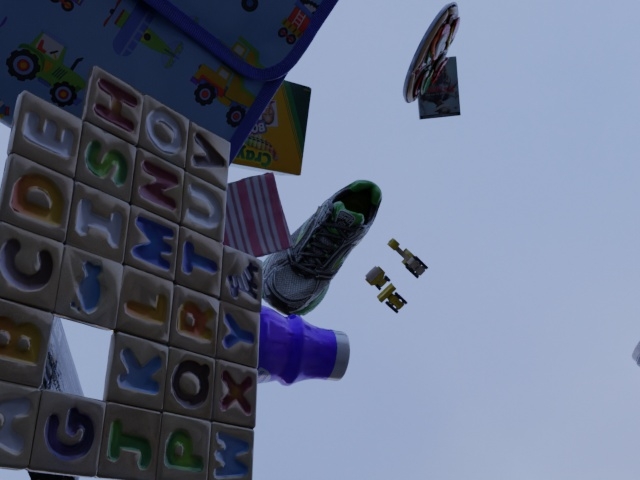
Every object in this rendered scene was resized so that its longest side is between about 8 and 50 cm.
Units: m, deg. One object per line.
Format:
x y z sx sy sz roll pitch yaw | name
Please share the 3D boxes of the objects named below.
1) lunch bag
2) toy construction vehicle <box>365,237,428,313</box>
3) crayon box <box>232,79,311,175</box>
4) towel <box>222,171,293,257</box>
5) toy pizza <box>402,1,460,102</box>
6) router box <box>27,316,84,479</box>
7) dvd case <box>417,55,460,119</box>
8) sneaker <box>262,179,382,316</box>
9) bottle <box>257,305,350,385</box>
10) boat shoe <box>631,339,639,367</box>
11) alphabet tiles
-0.117 -0.195 0.567 0.221 0.138 0.293 33 -80 -24 | lunch bag
0.107 0.050 1.087 0.086 0.035 0.098 -47 -50 5 | toy construction vehicle
-0.153 -0.213 1.303 0.278 0.081 0.166 6 -88 -40 | crayon box
-0.155 -0.027 1.299 0.197 0.029 0.144 -17 -82 -16 | towel
0.215 -0.346 1.394 0.032 0.201 0.201 30 -64 13 | toy pizza
-0.291 0.157 0.786 0.046 0.133 0.179 -11 -66 -7 | router box
0.238 -0.309 1.511 0.087 0.013 0.120 -6 -81 -3 | dvd case
0.000 0.000 1.409 0.134 0.344 0.146 34 -35 2 | sneaker
-0.104 0.129 0.933 0.282 0.092 0.118 11 -30 -20 | bottle
0.390 0.018 0.594 0.301 0.102 0.108 -44 -30 -5 | boat shoe
-0.104 0.021 0.449 0.009 0.237 0.198 -16 -28 35 | alphabet tiles
